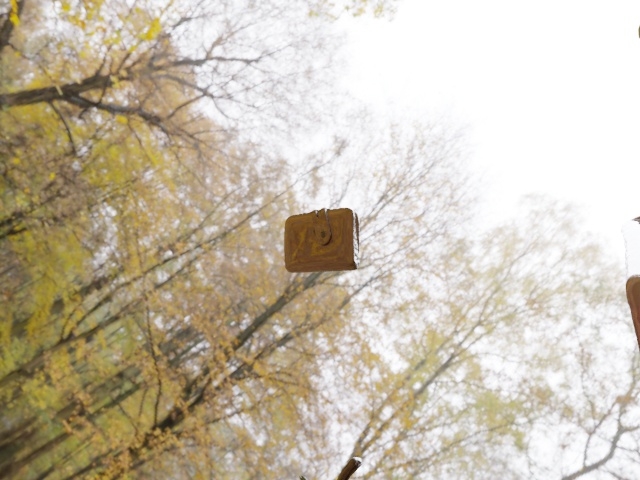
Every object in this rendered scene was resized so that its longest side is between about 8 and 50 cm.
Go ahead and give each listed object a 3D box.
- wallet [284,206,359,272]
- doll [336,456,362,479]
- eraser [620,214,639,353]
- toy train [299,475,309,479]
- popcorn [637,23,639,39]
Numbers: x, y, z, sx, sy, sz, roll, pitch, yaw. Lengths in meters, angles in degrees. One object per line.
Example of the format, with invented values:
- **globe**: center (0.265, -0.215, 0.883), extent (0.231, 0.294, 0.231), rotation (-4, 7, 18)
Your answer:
- **wallet**: center (0.000, 0.000, 1.095), extent (0.153, 0.039, 0.118), rotation (-7, -100, 34)
- **doll**: center (0.009, 0.301, 0.585), extent (0.057, 0.139, 0.165), rotation (27, -57, 22)
- **eraser**: center (0.437, 0.112, 0.702), extent (0.122, 0.359, 0.272), rotation (-16, -84, 28)
- **toy train**: center (-0.048, 0.415, 0.751), extent (0.132, 0.188, 0.243), rotation (65, -21, -7)
- **popcorn**: center (0.537, -0.276, 0.773), extent (0.233, 0.192, 0.266), rotation (21, -55, 11)
